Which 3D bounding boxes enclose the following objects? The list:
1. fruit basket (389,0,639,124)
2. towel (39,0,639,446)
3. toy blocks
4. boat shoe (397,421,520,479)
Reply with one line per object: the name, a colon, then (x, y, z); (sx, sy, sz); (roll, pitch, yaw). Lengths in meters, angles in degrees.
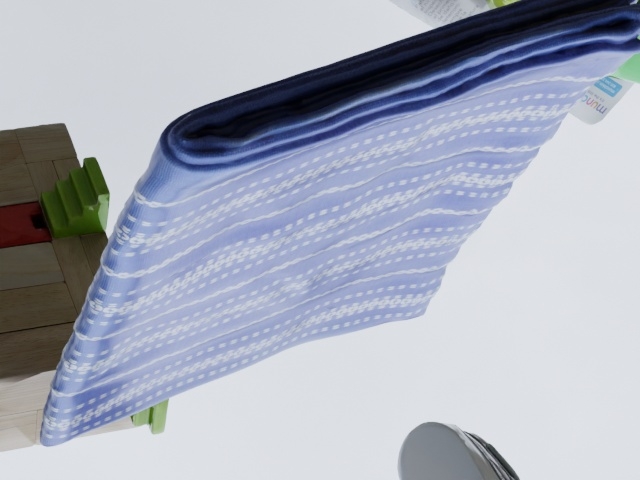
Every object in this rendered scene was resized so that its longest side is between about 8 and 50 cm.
fruit basket: (0.189, -0.278, 1.451); (0.353, 0.327, 0.165); (29, -160, -30)
towel: (0.000, 0.000, 0.945); (0.243, 0.336, 0.040); (-20, -109, -25)
toy blocks: (-0.312, 0.044, 1.700); (0.261, 0.190, 0.381); (-9, -131, -20)
boat shoe: (0.178, 0.296, 1.810); (0.102, 0.108, 0.301); (14, -145, -49)
